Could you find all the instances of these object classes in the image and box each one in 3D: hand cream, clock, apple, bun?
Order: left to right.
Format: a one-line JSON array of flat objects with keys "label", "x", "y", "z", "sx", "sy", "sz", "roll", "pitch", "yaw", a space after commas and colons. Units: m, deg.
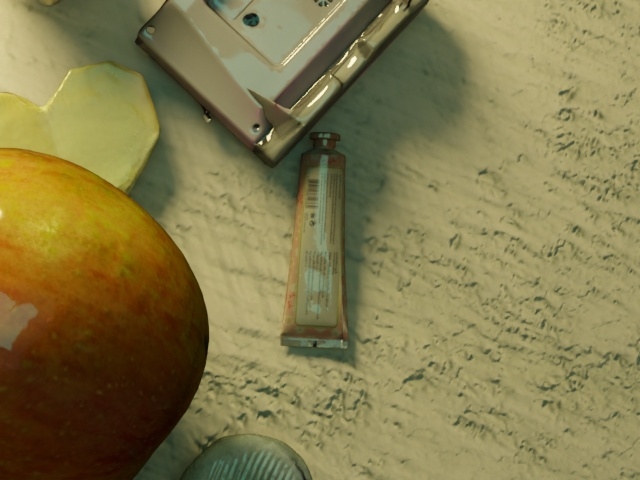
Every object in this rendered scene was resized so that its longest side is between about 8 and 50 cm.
[{"label": "apple", "x": -0.269, "y": 0.091, "z": 1.738, "sx": 0.340, "sy": 0.339, "sz": 0.339, "roll": 1, "pitch": 84, "yaw": -9}, {"label": "bun", "x": -0.073, "y": 0.249, "z": 1.874, "sx": 0.141, "sy": 0.083, "sz": 0.141, "roll": 0, "pitch": 91, "yaw": -16}, {"label": "clock", "x": -0.034, "y": -0.216, "z": 1.929, "sx": 0.186, "sy": 0.083, "sz": 0.253, "roll": 42, "pitch": 79, "yaw": -2}, {"label": "hand cream", "x": 0.000, "y": 0.000, "z": 1.936, "sx": 0.067, "sy": 0.043, "sz": 0.209, "roll": 4, "pitch": 89, "yaw": -7}]

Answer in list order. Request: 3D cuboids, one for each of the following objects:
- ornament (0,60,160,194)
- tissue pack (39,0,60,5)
[{"label": "ornament", "x": -0.244, "y": -0.067, "z": 1.894, "sx": 0.201, "sy": 0.059, "sz": 0.180, "roll": -17, "pitch": 90, "yaw": -12}, {"label": "tissue pack", "x": -0.251, "y": -0.298, "z": 1.870, "sx": 0.099, "sy": 0.149, "sz": 0.106, "roll": 41, "pitch": 80, "yaw": -3}]
